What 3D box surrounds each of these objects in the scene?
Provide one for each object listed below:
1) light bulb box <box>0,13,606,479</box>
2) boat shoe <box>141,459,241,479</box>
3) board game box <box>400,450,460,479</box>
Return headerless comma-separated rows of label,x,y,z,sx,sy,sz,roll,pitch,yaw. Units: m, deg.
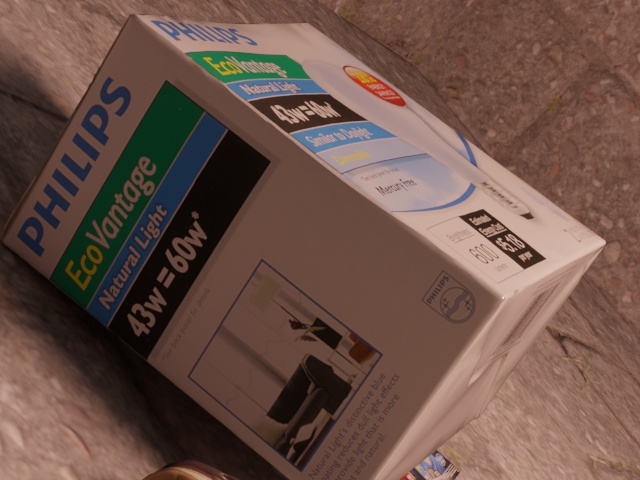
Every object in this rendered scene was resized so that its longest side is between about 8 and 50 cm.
light bulb box,0.000,0.000,1.288,0.361,0.225,0.358,38,19,13
boat shoe,-0.008,0.248,1.026,0.285,0.103,0.092,40,20,2
board game box,0.021,0.178,1.362,0.194,0.060,0.194,46,16,7
